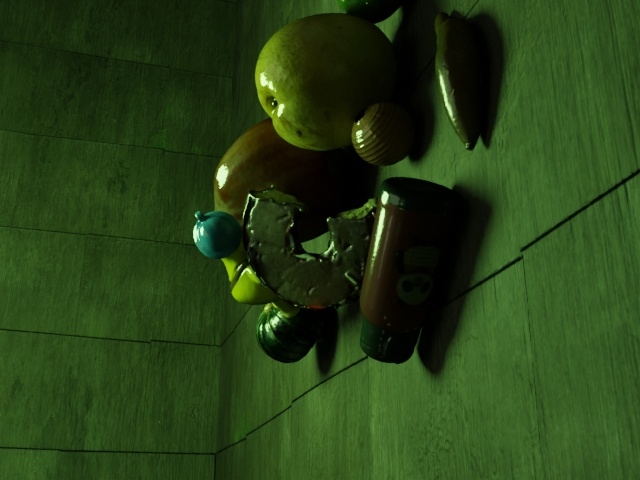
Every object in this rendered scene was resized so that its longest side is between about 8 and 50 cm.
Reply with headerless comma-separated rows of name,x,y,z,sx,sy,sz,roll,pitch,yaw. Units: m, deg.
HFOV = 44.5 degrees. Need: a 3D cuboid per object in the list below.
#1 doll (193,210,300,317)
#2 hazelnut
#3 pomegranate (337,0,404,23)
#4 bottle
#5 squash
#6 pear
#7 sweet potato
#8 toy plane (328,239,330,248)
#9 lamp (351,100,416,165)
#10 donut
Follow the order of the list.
doll,-0.186,0.054,1.869,0.145,0.363,0.199,-46,35,-9
hazelnut,-0.090,-0.145,1.957,0.366,0.366,0.365,-174,90,-74
pomegranate,0.089,-0.586,1.717,0.187,0.225,0.187,-50,29,41
bottle,0.150,0.062,1.419,0.144,0.144,0.335,-121,37,-65
squash,-0.075,0.218,2.060,0.218,0.172,0.218,-31,33,23
pear,0.015,-0.347,1.718,0.314,0.315,0.314,-174,90,-74
sweet potato,0.235,-0.318,1.371,0.108,0.079,0.346,96,174,-53
toy plane,0.067,0.042,1.878,0.096,0.060,0.235,-47,33,44
lamp,0.129,-0.220,1.605,0.136,0.137,0.136,-174,90,-74
donut,-0.005,0.022,1.725,0.136,0.345,0.259,-28,-58,-62
